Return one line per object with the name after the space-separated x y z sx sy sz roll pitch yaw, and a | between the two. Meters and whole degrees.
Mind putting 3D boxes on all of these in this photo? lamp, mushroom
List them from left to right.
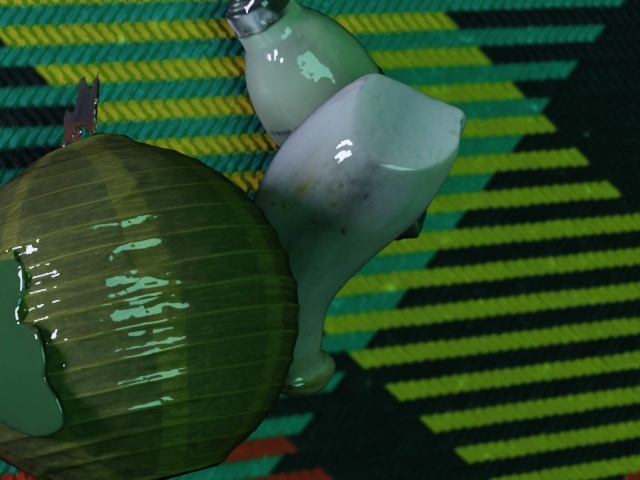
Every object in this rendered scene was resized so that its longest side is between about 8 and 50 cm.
-0.142 0.027 1.177 0.250 0.250 0.284 -10 86 -24 | lamp
0.000 0.000 1.272 0.118 0.270 0.103 28 34 -2 | mushroom
0.009 -0.098 1.326 0.101 0.101 0.250 -47 119 -17 | lamp
